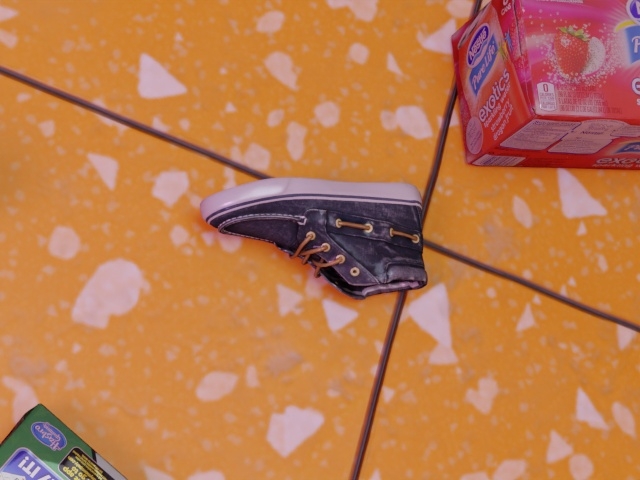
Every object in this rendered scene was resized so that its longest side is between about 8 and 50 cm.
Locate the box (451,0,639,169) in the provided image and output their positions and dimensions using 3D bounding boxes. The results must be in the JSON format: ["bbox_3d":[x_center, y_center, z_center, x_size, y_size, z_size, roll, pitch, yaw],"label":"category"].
[{"bbox_3d":[0.252,-0.133,1.477,0.257,0.128,0.122,1,74,-21],"label":"box"}]

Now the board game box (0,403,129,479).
[{"bbox_3d":[-0.147,0.296,1.226,0.317,0.046,0.213,42,62,-5],"label":"board game box"}]

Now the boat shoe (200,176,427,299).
[{"bbox_3d":[0.000,0.000,1.367,0.183,0.065,0.083,-1,73,-23],"label":"boat shoe"}]
